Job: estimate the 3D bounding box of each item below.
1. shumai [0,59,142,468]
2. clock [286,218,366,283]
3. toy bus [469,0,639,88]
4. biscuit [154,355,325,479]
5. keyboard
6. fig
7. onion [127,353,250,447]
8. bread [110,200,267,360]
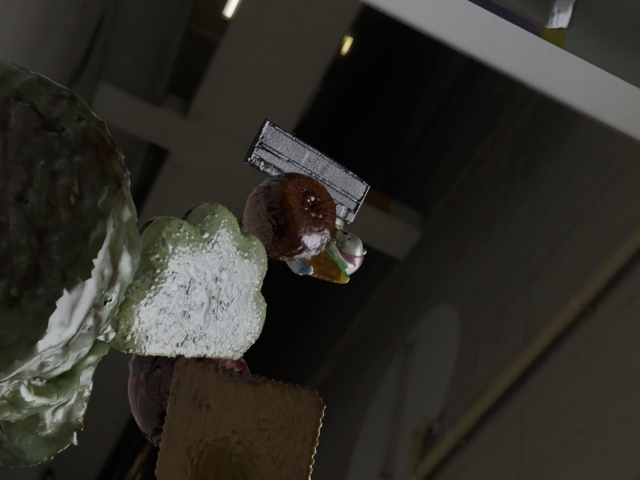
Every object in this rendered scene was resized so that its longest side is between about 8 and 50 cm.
[{"bbox_3d":[-0.343,0.035,1.088,0.348,0.395,0.395,66,46,-70],"label":"shumai"},{"bbox_3d":[0.000,0.000,2.077,0.103,0.144,0.231,99,-29,-42],"label":"clock"},{"bbox_3d":[0.338,-0.329,1.228,0.249,0.440,0.209,-44,152,-23],"label":"toy bus"},{"bbox_3d":[-0.119,0.296,1.525,0.013,0.232,0.237,-7,110,-73],"label":"biscuit"},{"bbox_3d":[-0.018,-0.115,1.832,0.017,0.250,0.087,19,-99,55],"label":"keyboard"},{"bbox_3d":[-0.082,-0.026,1.637,0.201,0.146,0.134,-12,-105,35],"label":"fig"},{"bbox_3d":[-0.254,0.280,2.050,0.219,0.252,0.252,-29,-146,52],"label":"onion"},{"bbox_3d":[-0.155,0.052,1.396,0.286,0.056,0.207,5,98,-53],"label":"bread"}]
